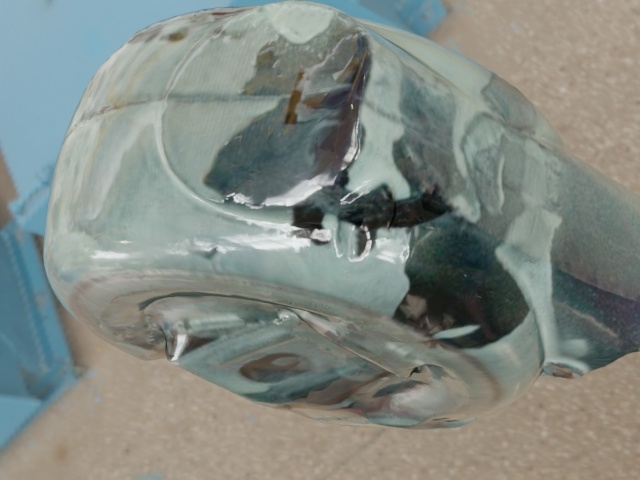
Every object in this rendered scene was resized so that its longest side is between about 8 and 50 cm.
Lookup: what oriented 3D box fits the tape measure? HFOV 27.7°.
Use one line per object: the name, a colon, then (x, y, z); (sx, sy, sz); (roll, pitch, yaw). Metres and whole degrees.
tape measure: (0.000, 0.000, 0.631); (0.275, 0.256, 0.147); (-16, 54, 51)
